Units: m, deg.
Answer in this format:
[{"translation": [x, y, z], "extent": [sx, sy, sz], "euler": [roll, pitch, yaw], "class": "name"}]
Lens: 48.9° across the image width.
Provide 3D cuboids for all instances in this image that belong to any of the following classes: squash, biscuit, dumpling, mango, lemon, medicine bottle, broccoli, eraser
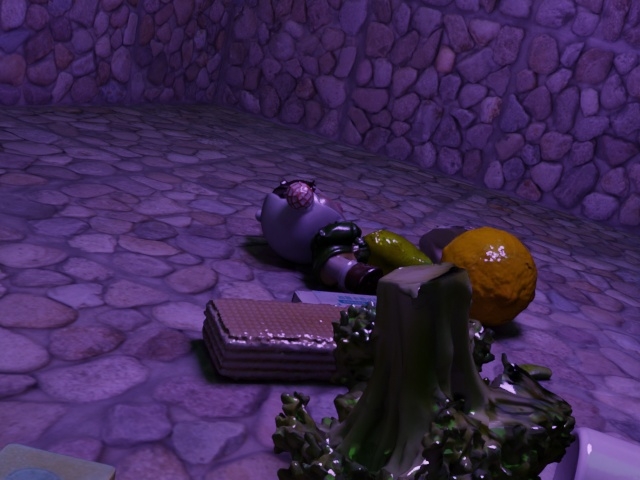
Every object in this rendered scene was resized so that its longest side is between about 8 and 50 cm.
[{"translation": [0.367, 0.228, 1.221], "extent": [0.089, 0.027, 0.027], "euler": [5, 19, -32], "class": "squash"}, {"translation": [0.037, 0.158, 1.086], "extent": [0.426, 0.078, 0.144], "euler": [5, 20, -25], "class": "biscuit"}, {"translation": [0.335, 0.032, 1.590], "extent": [0.247, 0.172, 0.142], "euler": [15, 46, 23], "class": "dumpling"}, {"translation": [0.165, 0.043, 1.519], "extent": [0.178, 0.100, 0.119], "euler": [28, 10, 0], "class": "mango"}, {"translation": [0.331, 0.070, 1.408], "extent": [0.192, 0.192, 0.231], "euler": [11, 23, -11], "class": "lemon"}, {"translation": [0.385, 0.309, 0.782], "extent": [0.237, 0.139, 0.139], "euler": [17, 17, 10], "class": "medicine bottle"}, {"translation": [0.105, 0.188, 0.737], "extent": [0.277, 0.317, 0.338], "euler": [-1, -14, 34], "class": "broccoli"}, {"translation": [0.066, 0.134, 1.229], "extent": [0.225, 0.052, 0.095], "euler": [6, 20, -25], "class": "eraser"}]

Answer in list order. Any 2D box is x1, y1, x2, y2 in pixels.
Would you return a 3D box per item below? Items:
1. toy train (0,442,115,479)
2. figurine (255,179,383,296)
[{"translation": [-0.337, 0.220, 0.472], "extent": [0.397, 0.160, 0.253], "euler": [14, 10, -2], "class": "toy train"}, {"translation": [0.000, 0.000, 1.438], "extent": [0.370, 0.167, 0.281], "euler": [43, -6, 41], "class": "figurine"}]
